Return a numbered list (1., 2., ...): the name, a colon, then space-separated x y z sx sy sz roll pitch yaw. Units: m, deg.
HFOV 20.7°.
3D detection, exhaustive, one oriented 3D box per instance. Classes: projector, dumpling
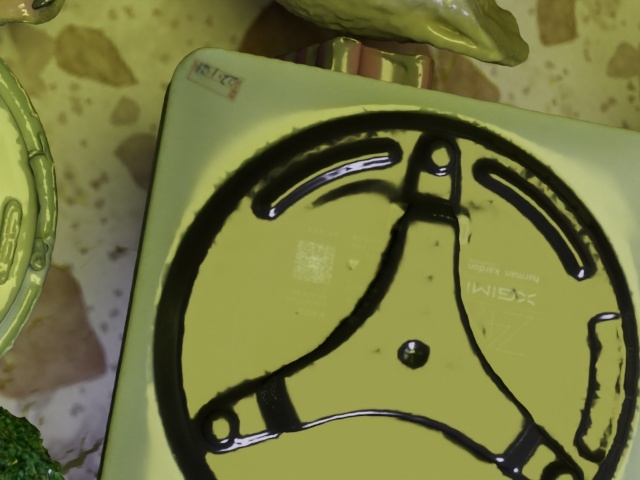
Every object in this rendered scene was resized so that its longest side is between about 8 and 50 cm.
1. projector: 0.035 0.056 0.830 0.257 0.079 0.259 10 82 -9
2. dumpling: 0.025 -0.177 0.932 0.215 0.166 0.126 21 104 2

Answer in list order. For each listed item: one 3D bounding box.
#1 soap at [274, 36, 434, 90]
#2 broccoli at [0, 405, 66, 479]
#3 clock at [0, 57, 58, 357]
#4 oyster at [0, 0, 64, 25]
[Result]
1. soap: 0.000 0.000 0.934 0.065 0.122 0.203 9 85 -22
2. broccoli: -0.215 0.183 0.776 0.275 0.307 0.308 -5 89 -58
3. clock: -0.241 -0.020 0.873 0.236 0.053 0.236 1 88 -23
4. oyster: -0.154 -0.287 0.908 0.201 0.107 0.355 17 93 -1
